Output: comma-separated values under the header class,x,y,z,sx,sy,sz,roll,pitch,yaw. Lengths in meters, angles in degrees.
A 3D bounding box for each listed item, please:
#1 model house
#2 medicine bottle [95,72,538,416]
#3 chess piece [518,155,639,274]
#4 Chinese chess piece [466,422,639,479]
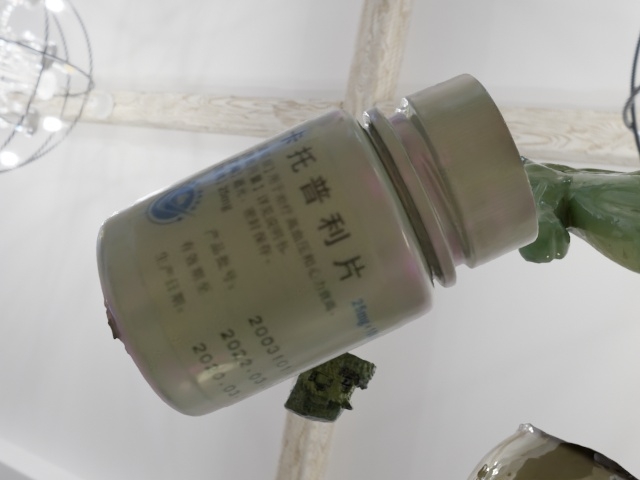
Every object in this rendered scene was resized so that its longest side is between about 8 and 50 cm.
class,x,y,z,sx,sy,sz,roll,pitch,yaw
model house,0.009,0.157,0.784,0.078,0.066,0.083,23,-102,7
medicine bottle,0.000,0.000,0.541,0.292,0.170,0.170,-24,-110,2
chess piece,0.326,-0.029,0.792,0.298,0.175,0.176,6,-93,29
Chinese chess piece,0.211,0.235,0.489,0.257,0.257,0.104,29,-103,32
